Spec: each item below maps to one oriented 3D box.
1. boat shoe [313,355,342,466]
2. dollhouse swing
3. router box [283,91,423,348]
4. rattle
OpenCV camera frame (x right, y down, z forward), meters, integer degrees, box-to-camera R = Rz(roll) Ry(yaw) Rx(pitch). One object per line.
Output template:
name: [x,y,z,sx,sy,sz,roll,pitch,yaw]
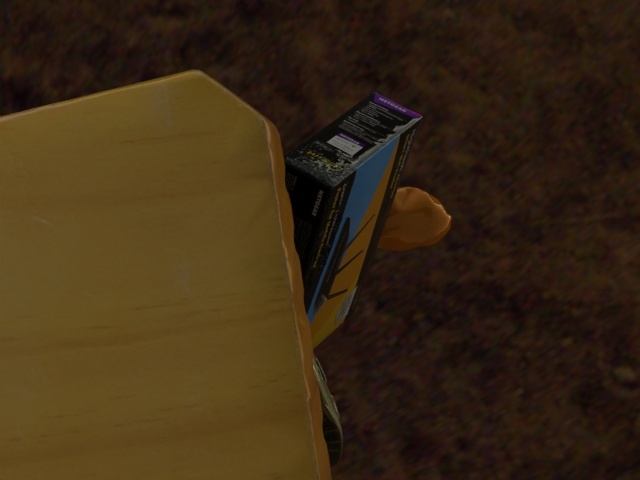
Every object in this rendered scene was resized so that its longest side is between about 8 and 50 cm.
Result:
boat shoe: [-0.010,0.168,1.699,0.056,0.153,0.048,-9,34,15]
dollhouse swing: [-0.152,0.082,1.093,0.305,0.315,0.347,-9,79,1]
router box: [0.000,0.000,1.144,0.046,0.179,0.133,30,36,16]
rattle: [0.034,-0.019,1.382,0.142,0.200,0.130,20,74,5]
